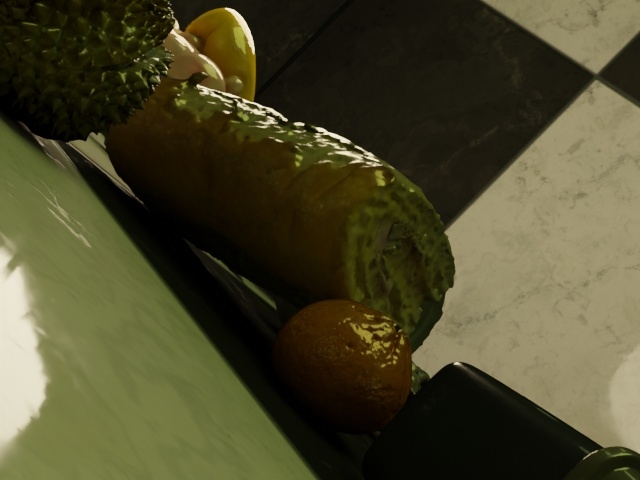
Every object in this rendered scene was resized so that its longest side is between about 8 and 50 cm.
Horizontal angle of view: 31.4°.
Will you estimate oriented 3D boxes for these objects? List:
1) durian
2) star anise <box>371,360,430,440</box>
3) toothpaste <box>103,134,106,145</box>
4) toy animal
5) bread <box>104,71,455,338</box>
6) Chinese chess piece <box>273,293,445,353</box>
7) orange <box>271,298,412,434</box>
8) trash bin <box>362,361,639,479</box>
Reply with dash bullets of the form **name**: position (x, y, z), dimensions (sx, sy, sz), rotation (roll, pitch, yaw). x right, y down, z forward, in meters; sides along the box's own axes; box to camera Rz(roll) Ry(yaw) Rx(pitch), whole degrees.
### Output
- **durian**: position (-0.263, -0.172, 1.063), dimensions (0.237, 0.137, 0.193), rotation (1, -17, 18)
- **star anise**: position (0.073, 0.154, 1.316), dimensions (0.236, 0.093, 0.229), rotation (63, 12, -4)
- **toothpaste**: position (-0.196, -0.062, 1.529), dimensions (0.297, 0.048, 0.075), rotation (48, -3, -15)
- **toy animal**: position (-0.262, -0.274, 1.815), dimensions (0.247, 0.277, 0.345), rotation (13, 26, -51)
- **bread**: position (-0.051, -0.045, 1.233), dimensions (0.375, 0.165, 0.236), rotation (27, -19, 39)
- **Chinese chess piece**: position (0.055, 0.054, 1.437), dimensions (0.238, 0.237, 0.092), rotation (44, -14, -28)
- **orange**: position (0.025, 0.113, 1.054), dimensions (0.135, 0.117, 0.135), rotation (50, -7, 8)
- **trash bin**: position (0.174, 0.228, 0.863), dimensions (0.209, 0.182, 0.290), rotation (43, -4, -30)
